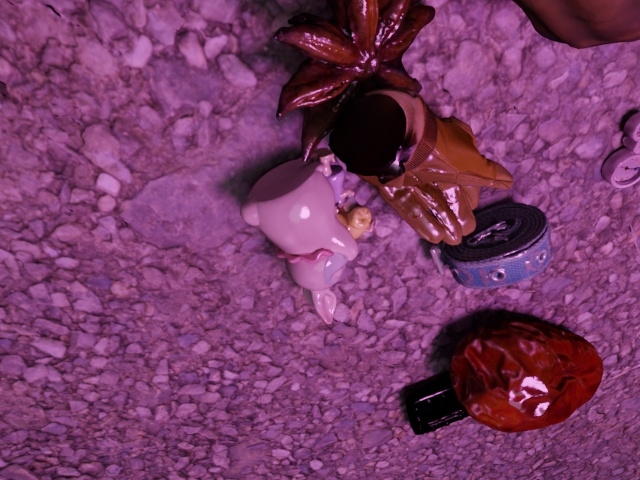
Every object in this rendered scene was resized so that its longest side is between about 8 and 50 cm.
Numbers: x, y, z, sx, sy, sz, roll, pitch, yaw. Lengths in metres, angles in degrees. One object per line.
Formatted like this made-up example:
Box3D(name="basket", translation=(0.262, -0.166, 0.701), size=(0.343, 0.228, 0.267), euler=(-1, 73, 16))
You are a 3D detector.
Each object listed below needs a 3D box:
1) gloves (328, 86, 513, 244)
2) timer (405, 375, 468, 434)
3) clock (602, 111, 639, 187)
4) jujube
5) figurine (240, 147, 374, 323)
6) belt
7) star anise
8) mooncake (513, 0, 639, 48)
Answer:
Box3D(name="gloves", translation=(0.144, -0.098, 0.599), size=(0.154, 0.141, 0.331), euler=(-47, 147, 19))
Box3D(name="timer", translation=(0.285, 0.361, 1.002), size=(0.187, 0.055, 0.144), euler=(-20, 127, -4))
Box3D(name="clock", translation=(0.521, -0.148, 0.723), size=(0.087, 0.041, 0.129), euler=(-9, 130, -2))
Box3D(name="jujube", translation=(0.426, 0.269, 0.890), size=(0.342, 0.216, 0.216), euler=(3, 123, -32))
Box3D(name="figurine", translation=(0.000, 0.000, 0.651), size=(0.155, 0.127, 0.235), euler=(-44, 127, -22))
Box3D(name="belt", translation=(0.283, 0.006, 0.711), size=(0.163, 0.147, 0.082), euler=(-38, 122, -13))
Box3D(name="star anise", translation=(0.029, -0.223, 0.517), size=(0.272, 0.102, 0.272), euler=(-31, 147, -23))
Box3D(name="mooncake", translation=(0.299, -0.329, 0.402), size=(0.161, 0.290, 0.290), euler=(30, 112, -31))
